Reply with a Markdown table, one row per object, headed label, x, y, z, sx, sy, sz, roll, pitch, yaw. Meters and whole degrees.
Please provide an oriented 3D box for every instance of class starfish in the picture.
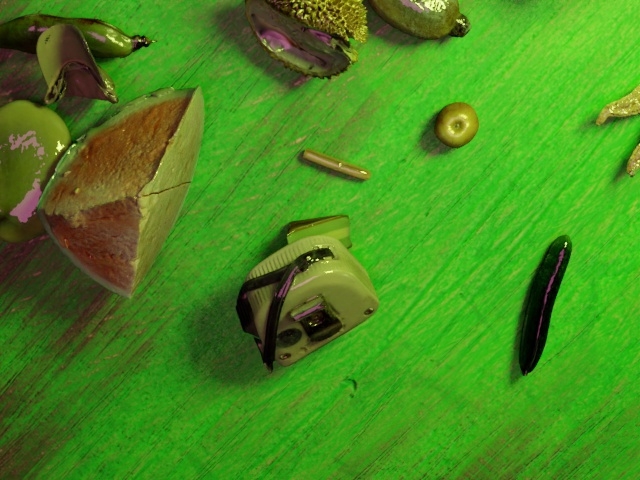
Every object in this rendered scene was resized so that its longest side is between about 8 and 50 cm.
| label | x | y | z | sx | sy | sz | roll | pitch | yaw |
| --- | --- | --- | --- | --- | --- | --- | --- | --- | --- |
| starfish | 0.646 | -0.233 | 1.862 | 0.302 | 0.060 | 0.299 | -26 | 110 | 3 |

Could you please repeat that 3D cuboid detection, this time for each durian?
| label | x | y | z | sx | sy | sz | roll | pitch | yaw |
| --- | --- | --- | --- | --- | --- | --- | --- | --- | --- |
| durian | -0.026 | -0.398 | 1.788 | 0.237 | 0.193 | 0.138 | 36 | 62 | -19 |

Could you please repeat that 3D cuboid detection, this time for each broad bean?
| label | x | y | z | sx | sy | sz | roll | pitch | yaw |
| --- | --- | --- | --- | --- | --- | --- | --- | --- | --- |
| broad bean | -0.463 | -0.365 | 1.851 | 0.338 | 0.061 | 0.077 | 5 | 145 | 1 |
| broad bean | -0.538 | -0.123 | 1.898 | 0.189 | 0.121 | 0.263 | 4 | 104 | 1 |

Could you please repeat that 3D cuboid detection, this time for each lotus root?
| label | x | y | z | sx | sy | sz | roll | pitch | yaw |
| --- | --- | --- | --- | --- | --- | --- | --- | --- | --- |
| lotus root | 0.176 | -0.410 | 1.811 | 0.192 | 0.088 | 0.113 | 28 | 99 | -7 |

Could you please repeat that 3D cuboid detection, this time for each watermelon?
| label | x | y | z | sx | sy | sz | roll | pitch | yaw |
| --- | --- | --- | --- | --- | --- | --- | --- | --- | --- |
| watermelon | -0.361 | -0.112 | 1.847 | 0.222 | 0.292 | 0.319 | 19 | 147 | 2 |

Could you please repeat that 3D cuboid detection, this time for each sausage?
| label | x | y | z | sx | sy | sz | roll | pitch | yaw |
| --- | --- | --- | --- | --- | --- | --- | --- | --- | --- |
| sausage | 0.031 | -0.140 | 1.925 | 0.132 | 0.024 | 0.024 | 20 | 106 | -3 |

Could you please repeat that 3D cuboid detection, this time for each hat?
| label | x | y | z | sx | sy | sz | roll | pitch | yaw |
| --- | --- | --- | --- | --- | --- | --- | --- | --- | --- |
| hat | -0.418 | -0.310 | 1.826 | 0.147 | 0.085 | 0.175 | 6 | 132 | 14 |

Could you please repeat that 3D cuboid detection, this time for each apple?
| label | x | y | z | sx | sy | sz | roll | pitch | yaw |
| --- | --- | --- | --- | --- | --- | --- | --- | --- | --- |
| apple | 0.246 | -0.208 | 1.874 | 0.084 | 0.071 | 0.084 | 0 | 106 | 1 |

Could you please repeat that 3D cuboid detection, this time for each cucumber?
| label | x | y | z | sx | sy | sz | roll | pitch | yaw |
| --- | --- | --- | --- | --- | --- | --- | --- | --- | --- |
| cucumber | 0.422 | 0.122 | 1.978 | 0.056 | 0.056 | 0.284 | 13 | 103 | -2 |

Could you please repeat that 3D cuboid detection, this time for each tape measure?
| label | x | y | z | sx | sy | sz | roll | pitch | yaw |
| --- | --- | --- | --- | --- | --- | --- | --- | --- | --- |
| tape measure | -0.048 | 0.120 | 1.901 | 0.271 | 0.133 | 0.231 | -31 | 142 | 13 |

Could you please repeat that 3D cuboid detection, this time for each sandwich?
| label | x | y | z | sx | sy | sz | roll | pitch | yaw |
| --- | --- | --- | --- | --- | --- | --- | --- | --- | --- |
| sandwich | 0.000 | 0.000 | 1.940 | 0.116 | 0.074 | 0.074 | -8 | 107 | 4 |
